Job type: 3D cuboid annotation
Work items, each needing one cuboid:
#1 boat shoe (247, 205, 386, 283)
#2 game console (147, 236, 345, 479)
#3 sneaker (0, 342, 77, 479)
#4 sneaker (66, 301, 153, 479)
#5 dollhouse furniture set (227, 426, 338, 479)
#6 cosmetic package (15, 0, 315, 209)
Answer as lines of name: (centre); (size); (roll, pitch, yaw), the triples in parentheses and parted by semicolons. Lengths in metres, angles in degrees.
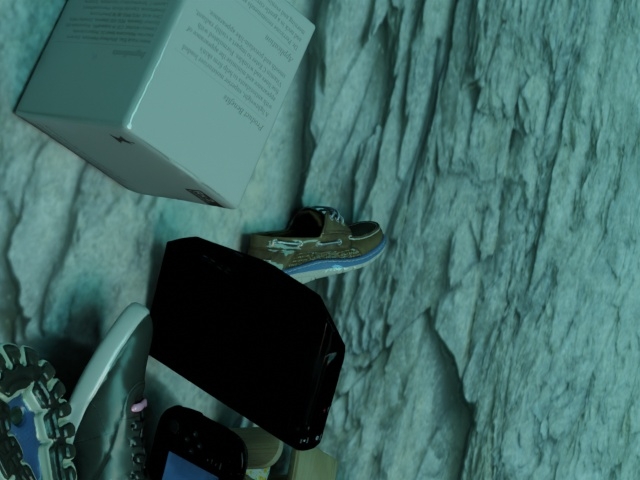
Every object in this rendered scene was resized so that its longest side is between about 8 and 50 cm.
boat shoe: (0.000, 0.000, 1.438); (0.183, 0.066, 0.066); (-20, 112, -44)
game console: (-0.097, 0.188, 1.281); (0.044, 0.213, 0.361); (-3, 112, -48)
sneaker: (-0.257, 0.251, 1.140); (0.130, 0.147, 0.330); (-19, 95, -58)
sneaker: (-0.164, 0.210, 1.227); (0.104, 0.147, 0.295); (38, 71, -85)
dollhouse furniture set: (-0.006, 0.324, 1.393); (0.212, 0.161, 0.242); (39, 52, -45)
cosmetic package: (-0.131, -0.146, 1.193); (0.151, 0.151, 0.183); (37, 71, -45)
